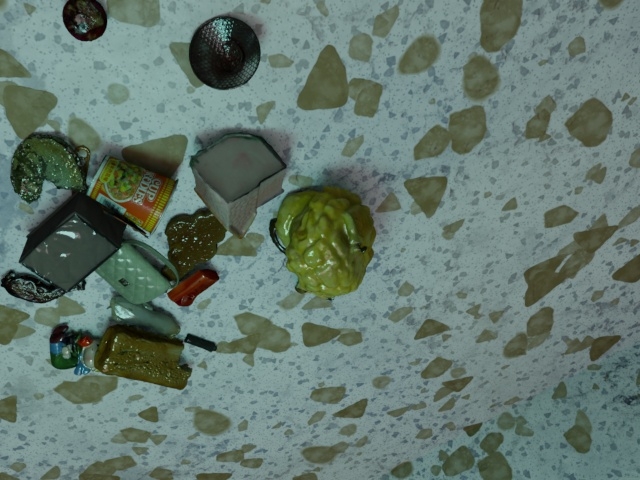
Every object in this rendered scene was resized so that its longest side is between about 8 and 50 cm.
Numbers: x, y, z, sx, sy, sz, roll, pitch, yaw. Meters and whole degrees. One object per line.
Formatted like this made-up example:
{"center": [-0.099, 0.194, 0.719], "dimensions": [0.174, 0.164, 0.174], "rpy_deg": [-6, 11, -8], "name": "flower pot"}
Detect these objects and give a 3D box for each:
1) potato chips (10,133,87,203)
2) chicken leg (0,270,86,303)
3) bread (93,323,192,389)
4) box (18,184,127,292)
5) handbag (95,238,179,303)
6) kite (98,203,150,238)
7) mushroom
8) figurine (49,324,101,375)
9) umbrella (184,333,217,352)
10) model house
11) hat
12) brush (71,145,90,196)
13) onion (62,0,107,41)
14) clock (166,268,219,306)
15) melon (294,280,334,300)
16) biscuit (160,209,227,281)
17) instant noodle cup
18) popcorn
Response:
{"center": [-0.776, -0.193, 1.608], "dimensions": [0.219, 0.029, 0.202], "rpy_deg": [-26, 112, 10], "name": "potato chips"}
{"center": [-0.895, 0.154, 1.847], "dimensions": [0.253, 0.051, 0.106], "rpy_deg": [4, 119, -20], "name": "chicken leg"}
{"center": [-0.612, 0.415, 2.038], "dimensions": [0.380, 0.109, 0.186], "rpy_deg": [30, 78, -45], "name": "bread"}
{"center": [-0.730, 0.002, 1.690], "dimensions": [0.252, 0.153, 0.188], "rpy_deg": [-35, 127, 10], "name": "box"}
{"center": [-0.585, 0.095, 1.828], "dimensions": [0.219, 0.079, 0.256], "rpy_deg": [-21, 129, 22], "name": "handbag"}
{"center": [-0.572, -0.054, 1.669], "dimensions": [0.183, 0.241, 0.014], "rpy_deg": [34, 87, -2], "name": "kite"}
{"center": [-0.605, 0.267, 1.972], "dimensions": [0.278, 0.099, 0.096], "rpy_deg": [30, 132, -33], "name": "mushroom"}
{"center": [-0.814, 0.381, 1.996], "dimensions": [0.234, 0.127, 0.185], "rpy_deg": [5, 117, -5], "name": "figurine"}
{"center": [-0.448, 0.385, 2.138], "dimensions": [0.133, 0.031, 0.036], "rpy_deg": [28, 116, -30], "name": "umbrella"}
{"center": [-0.249, -0.162, 1.703], "dimensions": [0.237, 0.202, 0.237], "rpy_deg": [-39, 162, -29], "name": "model house"}
{"center": [-0.248, -0.489, 1.521], "dimensions": [0.192, 0.082, 0.193], "rpy_deg": [0, 92, 3], "name": "hat"}
{"center": [-0.721, -0.141, 1.694], "dimensions": [0.090, 0.017, 0.315], "rpy_deg": [7, 123, -22], "name": "brush"}
{"center": [-0.576, -0.542, 1.389], "dimensions": [0.107, 0.097, 0.107], "rpy_deg": [-26, 132, -33], "name": "onion"}
{"center": [-0.423, 0.159, 1.930], "dimensions": [0.155, 0.061, 0.113], "rpy_deg": [-37, 164, 12], "name": "clock"}
{"center": [-0.015, 0.145, 2.049], "dimensions": [0.160, 0.079, 0.128], "rpy_deg": [21, 98, -26], "name": "melon"}
{"center": [-0.430, 0.018, 1.863], "dimensions": [0.183, 0.047, 0.320], "rpy_deg": [20, 119, -22], "name": "biscuit"}
{"center": [-0.547, -0.142, 1.646], "dimensions": [0.212, 0.193, 0.193], "rpy_deg": [27, 116, -19], "name": "instant noodle cup"}
{"center": [0.000, 0.000, 1.810], "dimensions": [0.381, 0.349, 0.349], "rpy_deg": [9, 134, 27], "name": "popcorn"}
